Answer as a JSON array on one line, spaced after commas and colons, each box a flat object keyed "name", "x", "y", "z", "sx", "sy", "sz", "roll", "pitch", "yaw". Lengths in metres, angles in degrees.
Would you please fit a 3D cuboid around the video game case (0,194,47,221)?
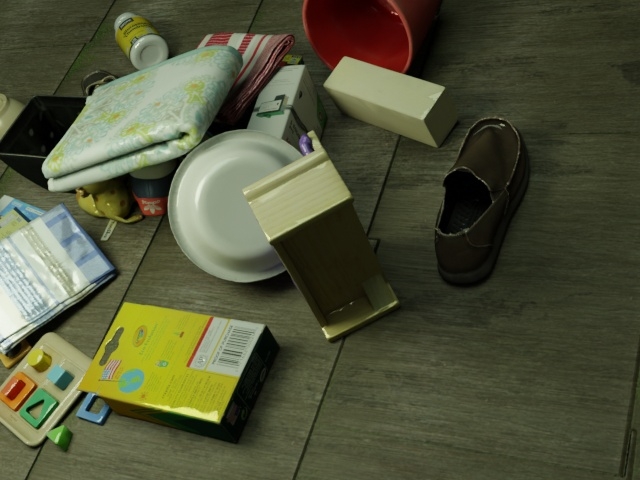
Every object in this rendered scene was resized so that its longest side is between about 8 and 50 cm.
[{"name": "video game case", "x": -0.680, "y": 0.035, "z": 1.972, "sx": 0.269, "sy": 0.061, "sz": 0.244, "roll": 18, "pitch": 62, "yaw": 33}]

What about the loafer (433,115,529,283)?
[{"name": "loafer", "x": 0.292, "y": -0.099, "z": 1.623, "sx": 0.134, "sy": 0.130, "sz": 0.366, "roll": 2, "pitch": 53, "yaw": 24}]

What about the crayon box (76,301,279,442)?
[{"name": "crayon box", "x": -0.257, "y": 0.228, "z": 1.618, "sx": 0.318, "sy": 0.081, "sz": 0.202, "roll": 8, "pitch": 56, "yaw": 27}]

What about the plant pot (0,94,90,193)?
[{"name": "plant pot", "x": -0.597, "y": -0.211, "z": 2.068, "sx": 0.187, "sy": 0.167, "sz": 0.188, "roll": 7, "pitch": 56, "yaw": 27}]

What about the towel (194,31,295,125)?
[{"name": "towel", "x": -0.221, "y": -0.365, "z": 1.957, "sx": 0.329, "sy": 0.037, "sz": 0.237, "roll": 17, "pitch": 67, "yaw": 49}]

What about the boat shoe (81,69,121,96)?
[{"name": "boat shoe", "x": -0.488, "y": -0.337, "z": 2.150, "sx": 0.132, "sy": 0.130, "sz": 0.355, "roll": -39, "pitch": 48, "yaw": -11}]

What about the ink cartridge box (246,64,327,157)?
[{"name": "ink cartridge box", "x": -0.071, "y": -0.230, "z": 1.866, "sx": 0.092, "sy": 0.160, "sz": 0.219, "roll": -2, "pitch": 53, "yaw": 22}]

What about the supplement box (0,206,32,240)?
[{"name": "supplement box", "x": -0.651, "y": -0.012, "z": 1.918, "sx": 0.083, "sy": 0.056, "sz": 0.083, "roll": -44, "pitch": 49, "yaw": -15}]

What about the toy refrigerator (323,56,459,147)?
[{"name": "toy refrigerator", "x": 0.146, "y": -0.292, "z": 1.856, "sx": 0.269, "sy": 0.102, "sz": 0.094, "roll": 25, "pitch": 75, "yaw": 37}]

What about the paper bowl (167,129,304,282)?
[{"name": "paper bowl", "x": -0.139, "y": -0.064, "z": 1.662, "sx": 0.284, "sy": 0.284, "sz": 0.148, "roll": -33, "pitch": 4, "yaw": -6}]

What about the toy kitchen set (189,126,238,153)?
[{"name": "toy kitchen set", "x": -0.204, "y": -0.194, "z": 1.850, "sx": 0.166, "sy": 0.122, "sz": 0.207, "roll": -52, "pitch": 13, "yaw": -23}]

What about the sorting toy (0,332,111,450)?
[{"name": "sorting toy", "x": -0.541, "y": 0.275, "z": 1.723, "sx": 0.348, "sy": 0.047, "sz": 0.196, "roll": 24, "pitch": 65, "yaw": 36}]

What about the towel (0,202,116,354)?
[{"name": "towel", "x": -0.589, "y": 0.075, "z": 1.839, "sx": 0.285, "sy": 0.034, "sz": 0.209, "roll": -37, "pitch": 78, "yaw": -19}]

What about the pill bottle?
[{"name": "pill bottle", "x": -0.466, "y": -0.515, "z": 2.308, "sx": 0.103, "sy": 0.103, "sz": 0.184, "roll": -34, "pitch": 48, "yaw": -6}]

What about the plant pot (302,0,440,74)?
[{"name": "plant pot", "x": 0.132, "y": -0.512, "z": 1.962, "sx": 0.275, "sy": 0.275, "sz": 0.243, "roll": 12, "pitch": 48, "yaw": 30}]

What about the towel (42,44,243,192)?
[{"name": "towel", "x": -0.352, "y": -0.243, "z": 1.793, "sx": 0.374, "sy": 0.090, "sz": 0.320, "roll": -15, "pitch": 36, "yaw": 24}]

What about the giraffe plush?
[{"name": "giraffe plush", "x": -0.479, "y": -0.133, "z": 1.950, "sx": 0.181, "sy": 0.170, "sz": 0.210, "roll": -10, "pitch": 49, "yaw": 15}]

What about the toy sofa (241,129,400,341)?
[{"name": "toy sofa", "x": 0.000, "y": 0.000, "z": 1.510, "sx": 0.150, "sy": 0.362, "sz": 0.177, "roll": -28, "pitch": 53, "yaw": 0}]

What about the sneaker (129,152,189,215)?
[{"name": "sneaker", "x": -0.341, "y": -0.168, "z": 1.966, "sx": 0.131, "sy": 0.148, "sz": 0.350, "roll": 3, "pitch": 28, "yaw": 7}]

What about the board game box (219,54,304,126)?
[{"name": "board game box", "x": -0.155, "y": -0.344, "z": 2.065, "sx": 0.194, "sy": 0.060, "sz": 0.194, "roll": 11, "pitch": 59, "yaw": 30}]

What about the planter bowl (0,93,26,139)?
[{"name": "planter bowl", "x": -0.808, "y": -0.301, "z": 2.272, "sx": 0.162, "sy": 0.109, "sz": 0.162, "roll": -12, "pitch": 50, "yaw": 14}]
